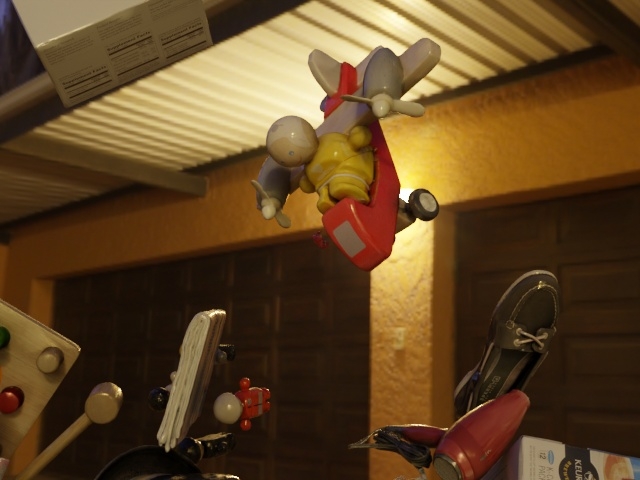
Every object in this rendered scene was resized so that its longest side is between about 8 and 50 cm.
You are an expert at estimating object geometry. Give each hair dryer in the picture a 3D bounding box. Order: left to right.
[{"bbox_3d":[0.179,0.293,1.164,0.293,0.080,0.223,-19,18,4],"label":"hair dryer"}]

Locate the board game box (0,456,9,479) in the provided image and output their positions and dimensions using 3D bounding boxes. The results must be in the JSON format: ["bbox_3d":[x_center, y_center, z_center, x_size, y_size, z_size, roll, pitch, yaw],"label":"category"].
[{"bbox_3d":[-0.382,0.258,0.796,0.090,0.090,0.020,14,-17,14],"label":"board game box"}]

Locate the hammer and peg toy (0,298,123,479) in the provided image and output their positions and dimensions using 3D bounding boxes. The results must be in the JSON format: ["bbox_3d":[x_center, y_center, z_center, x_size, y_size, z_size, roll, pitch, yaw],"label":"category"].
[{"bbox_3d":[-0.529,0.255,1.267,0.361,0.266,0.127,35,-3,-11],"label":"hammer and peg toy"}]

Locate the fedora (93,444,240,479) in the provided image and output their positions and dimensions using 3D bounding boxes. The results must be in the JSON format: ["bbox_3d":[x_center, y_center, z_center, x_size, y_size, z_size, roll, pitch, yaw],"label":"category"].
[{"bbox_3d":[-0.182,0.424,1.058,0.152,0.334,0.334,-24,-22,22],"label":"fedora"}]

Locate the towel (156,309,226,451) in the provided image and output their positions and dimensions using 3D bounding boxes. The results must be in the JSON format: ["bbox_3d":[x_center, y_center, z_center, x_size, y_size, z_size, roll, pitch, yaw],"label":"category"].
[{"bbox_3d":[-0.202,0.211,1.242,0.034,0.209,0.285,15,-4,0],"label":"towel"}]

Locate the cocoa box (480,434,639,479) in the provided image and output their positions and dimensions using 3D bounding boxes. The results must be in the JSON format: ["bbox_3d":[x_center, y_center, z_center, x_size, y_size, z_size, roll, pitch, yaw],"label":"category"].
[{"bbox_3d":[0.351,0.472,1.139,0.227,0.231,0.347,12,-35,0],"label":"cocoa box"}]

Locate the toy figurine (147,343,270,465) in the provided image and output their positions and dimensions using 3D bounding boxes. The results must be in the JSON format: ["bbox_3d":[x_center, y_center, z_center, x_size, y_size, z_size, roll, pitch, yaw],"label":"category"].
[{"bbox_3d":[-0.234,0.326,1.556,0.213,0.209,0.148,-49,-25,21],"label":"toy figurine"}]

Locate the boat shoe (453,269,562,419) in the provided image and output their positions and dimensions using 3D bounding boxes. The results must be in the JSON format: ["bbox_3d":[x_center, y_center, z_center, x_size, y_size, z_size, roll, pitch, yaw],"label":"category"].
[{"bbox_3d":[0.321,0.204,1.282,0.112,0.095,0.335,10,-56,-14],"label":"boat shoe"}]

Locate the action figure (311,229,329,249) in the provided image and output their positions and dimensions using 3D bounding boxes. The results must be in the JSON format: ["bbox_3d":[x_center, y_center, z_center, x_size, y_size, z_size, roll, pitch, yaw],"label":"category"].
[{"bbox_3d":[0.000,0.000,1.696,0.030,0.038,0.115,-39,-5,1],"label":"action figure"}]

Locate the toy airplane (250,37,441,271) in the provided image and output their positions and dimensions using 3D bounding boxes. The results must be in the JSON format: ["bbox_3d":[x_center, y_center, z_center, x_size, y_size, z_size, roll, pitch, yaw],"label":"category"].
[{"bbox_3d":[0.024,-0.180,1.327,0.272,0.386,0.384,6,16,-37],"label":"toy airplane"}]

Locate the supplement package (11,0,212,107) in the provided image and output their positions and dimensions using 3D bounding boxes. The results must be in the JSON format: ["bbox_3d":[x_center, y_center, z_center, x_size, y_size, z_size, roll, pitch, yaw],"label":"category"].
[{"bbox_3d":[-0.341,-0.375,1.226,0.261,0.204,0.145,-27,-26,-12],"label":"supplement package"}]
